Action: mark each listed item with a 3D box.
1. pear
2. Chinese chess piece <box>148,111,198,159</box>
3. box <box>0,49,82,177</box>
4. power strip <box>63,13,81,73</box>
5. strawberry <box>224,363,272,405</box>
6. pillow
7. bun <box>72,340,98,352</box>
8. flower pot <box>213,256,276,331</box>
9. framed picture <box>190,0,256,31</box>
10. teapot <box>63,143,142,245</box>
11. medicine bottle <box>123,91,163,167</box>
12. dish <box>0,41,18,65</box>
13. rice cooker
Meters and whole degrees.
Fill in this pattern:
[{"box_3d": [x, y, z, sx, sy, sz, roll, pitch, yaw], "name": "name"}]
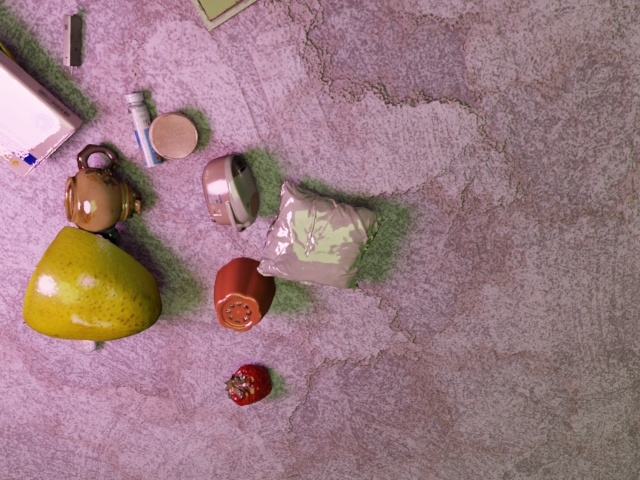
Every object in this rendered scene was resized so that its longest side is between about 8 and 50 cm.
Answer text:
[{"box_3d": [-0.597, 0.164, 1.211, 0.318, 0.238, 0.342, 20, 138, -15], "name": "pear"}, {"box_3d": [-0.379, -0.270, 1.151, 0.122, 0.051, 0.121, -8, 111, -22], "name": "Chinese chess piece"}, {"box_3d": [-0.778, -0.335, 1.045, 0.200, 0.065, 0.343, -38, 120, 12], "name": "box"}, {"box_3d": [-0.602, -0.476, 1.077, 0.019, 0.051, 0.136, 13, 113, -3], "name": "power strip"}, {"box_3d": [-0.232, 0.472, 1.465, 0.131, 0.148, 0.130, -3, 83, 30], "name": "strawberry"}, {"box_3d": [0.000, 0.000, 1.249, 0.310, 0.138, 0.283, 14, 111, -4], "name": "pillow"}, {"box_3d": [-0.743, 0.316, 1.411, 0.084, 0.045, 0.083, -1, 116, -2], "name": "bun"}, {"box_3d": [-0.230, 0.167, 1.296, 0.191, 0.173, 0.190, 0, 112, 0], "name": "flower pot"}, {"box_3d": [-0.206, -0.657, 1.030, 0.274, 0.016, 0.216, -27, 112, 10], "name": "framed picture"}, {"box_3d": [-0.570, -0.119, 1.186, 0.183, 0.173, 0.269, 0, 90, -39], "name": "teapot"}, {"box_3d": [-0.460, -0.286, 1.162, 0.051, 0.051, 0.190, -7, 112, 1], "name": "medicine bottle"}, {"box_3d": [-0.804, -0.408, 1.082, 0.149, 0.080, 0.207, 24, 114, -21], "name": "dish"}, {"box_3d": [-0.239, -0.126, 1.188, 0.127, 0.145, 0.206, 0, 117, 12], "name": "rice cooker"}]
